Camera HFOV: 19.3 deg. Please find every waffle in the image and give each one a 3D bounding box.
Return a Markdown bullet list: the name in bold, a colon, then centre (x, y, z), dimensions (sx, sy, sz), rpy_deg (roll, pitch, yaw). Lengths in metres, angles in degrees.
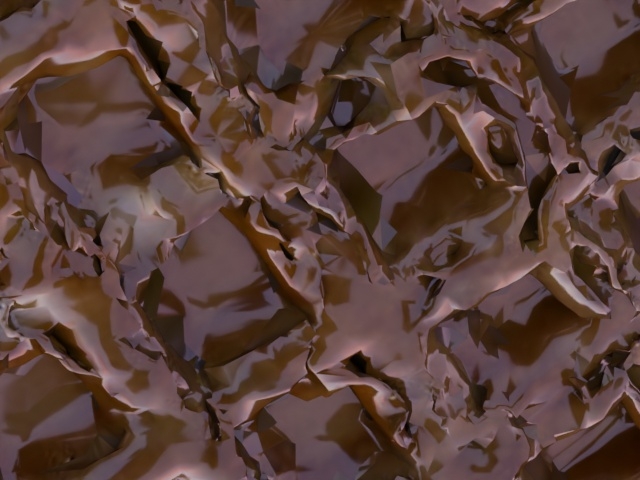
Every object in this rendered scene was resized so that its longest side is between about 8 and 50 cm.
- **waffle**: centre (0.000, 0.000, 0.420), dimensions (0.308, 0.091, 0.213), rpy_deg (-35, 122, -2)
